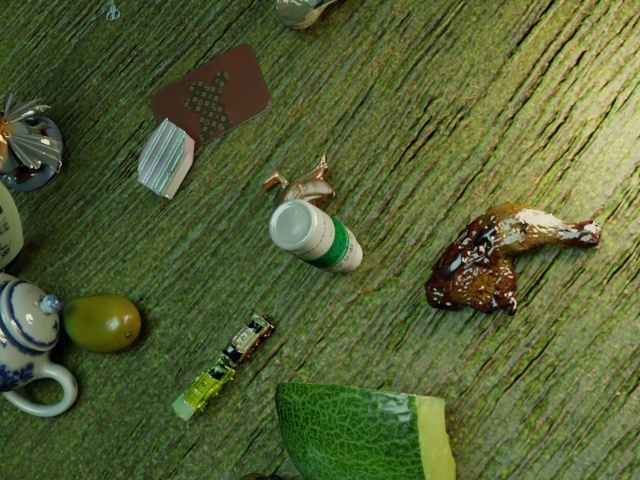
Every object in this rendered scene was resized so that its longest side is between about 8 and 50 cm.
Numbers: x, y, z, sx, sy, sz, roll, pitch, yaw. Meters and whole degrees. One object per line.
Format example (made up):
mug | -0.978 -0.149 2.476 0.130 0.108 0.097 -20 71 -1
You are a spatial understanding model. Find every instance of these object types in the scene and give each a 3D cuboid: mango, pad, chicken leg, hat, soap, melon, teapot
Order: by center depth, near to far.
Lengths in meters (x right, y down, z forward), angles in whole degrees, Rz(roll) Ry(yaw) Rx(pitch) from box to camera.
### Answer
melon | 0.062 0.348 1.632 0.343 0.331 0.226 -2 39 31
chicken leg | 0.324 0.027 1.649 0.322 0.083 0.177 -41 73 11
hat | -0.001 -0.491 1.932 0.175 0.085 0.147 -19 56 -6
teapot | -0.642 0.178 1.933 0.280 0.252 0.424 -25 100 18
mango | -0.456 0.167 1.944 0.194 0.092 0.130 19 86 31
soap | -0.325 -0.174 1.988 0.100 0.056 0.149 31 94 23
pad | -0.239 -0.297 2.016 0.267 0.004 0.181 -27 67 16

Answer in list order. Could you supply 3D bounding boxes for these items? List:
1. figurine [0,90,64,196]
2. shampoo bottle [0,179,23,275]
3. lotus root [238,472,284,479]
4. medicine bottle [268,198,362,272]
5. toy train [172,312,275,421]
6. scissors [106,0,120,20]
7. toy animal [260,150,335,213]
figurine | -0.708 -0.249 1.997 0.248 0.388 0.277 -24 66 15
shampoo bottle | -0.698 -0.038 1.969 0.134 0.359 0.078 -27 63 -18
lotus root | -0.136 0.508 1.699 0.214 0.138 0.138 -45 63 21
medicine bottle | 0.000 0.000 1.690 0.095 0.260 0.095 -5 76 21
toy train | -0.183 0.240 1.811 0.053 0.085 0.250 42 95 10
scissors | -0.483 -0.549 2.186 0.036 0.006 0.083 -13 72 18
toy animal | -0.020 -0.076 1.825 0.179 0.089 0.188 42 95 10
